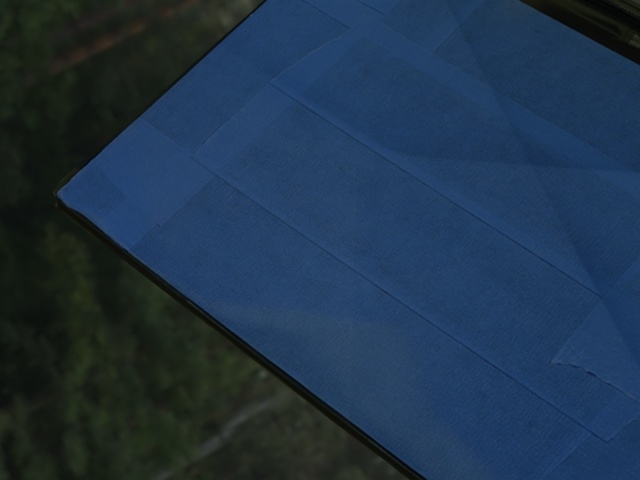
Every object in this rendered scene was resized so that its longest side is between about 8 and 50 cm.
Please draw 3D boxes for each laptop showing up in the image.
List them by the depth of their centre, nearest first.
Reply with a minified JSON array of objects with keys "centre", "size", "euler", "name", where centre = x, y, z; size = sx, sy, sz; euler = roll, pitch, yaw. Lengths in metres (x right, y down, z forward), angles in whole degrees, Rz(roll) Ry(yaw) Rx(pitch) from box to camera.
[{"centre":[0.108,-0.130,0.825],"size":[0.382,0.236,0.408],"euler":[34,-55,33],"name":"laptop"}]
